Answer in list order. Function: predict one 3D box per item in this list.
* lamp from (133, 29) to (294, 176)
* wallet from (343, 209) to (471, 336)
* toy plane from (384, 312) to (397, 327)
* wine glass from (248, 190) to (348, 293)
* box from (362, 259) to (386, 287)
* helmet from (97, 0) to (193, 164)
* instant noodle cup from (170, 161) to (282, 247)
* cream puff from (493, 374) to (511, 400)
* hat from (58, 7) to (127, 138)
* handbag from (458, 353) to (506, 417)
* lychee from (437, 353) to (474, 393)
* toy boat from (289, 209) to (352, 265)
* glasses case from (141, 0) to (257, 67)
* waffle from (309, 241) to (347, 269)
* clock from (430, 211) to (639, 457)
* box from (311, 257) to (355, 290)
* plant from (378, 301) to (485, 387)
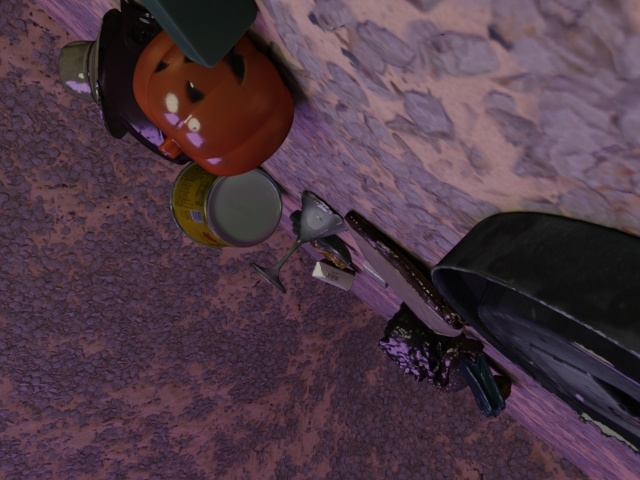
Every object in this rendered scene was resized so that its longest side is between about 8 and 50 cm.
[{"bbox_3d":[-0.132,-0.162,0.514,0.188,0.164,0.187,42,173,6],"label":"lamp"},{"bbox_3d":[0.182,0.079,0.880,0.335,0.068,0.275,45,174,26],"label":"wallet"},{"bbox_3d":[0.378,0.370,1.689,0.273,0.107,0.182,34,178,21],"label":"toy plane"},{"bbox_3d":[-0.057,0.010,1.048,0.156,0.232,0.156,40,174,5],"label":"wine glass"},{"bbox_3d":[0.166,0.096,1.233,0.084,0.040,0.154,37,175,14],"label":"box"},{"bbox_3d":[-0.288,-0.261,0.769,0.305,0.177,0.225,39,177,5],"label":"helmet"},{"bbox_3d":[-0.285,-0.116,1.352,0.325,0.325,0.254,43,164,-29],"label":"instant noodle cup"},{"bbox_3d":[0.544,0.437,1.269,0.083,0.058,0.083,56,-177,-35],"label":"cream puff"},{"bbox_3d":[-0.457,-0.333,0.849,0.110,0.251,0.252,5,180,-9],"label":"hat"},{"bbox_3d":[0.472,0.429,1.246,0.229,0.062,0.179,58,-169,-62],"label":"handbag"},{"bbox_3d":[0.449,0.444,1.459,0.197,0.165,0.165,55,170,-19],"label":"lychee"},{"bbox_3d":[0.000,0.000,1.369,0.261,0.085,0.078,39,174,19],"label":"toy boat"},{"bbox_3d":[-0.122,-0.229,0.332,0.039,0.077,0.184,36,173,28],"label":"glasses case"},{"bbox_3d":[0.012,0.026,1.680,0.280,0.060,0.262,38,178,38],"label":"waffle"},{"bbox_3d":[0.281,0.120,0.399,0.386,0.076,0.386,41,175,4],"label":"clock"},{"bbox_3d":[0.062,0.137,1.778,0.168,0.071,0.259,22,-179,6],"label":"box"},{"bbox_3d":[0.285,0.275,1.148,0.234,0.204,0.178,27,-147,6],"label":"plant"}]
